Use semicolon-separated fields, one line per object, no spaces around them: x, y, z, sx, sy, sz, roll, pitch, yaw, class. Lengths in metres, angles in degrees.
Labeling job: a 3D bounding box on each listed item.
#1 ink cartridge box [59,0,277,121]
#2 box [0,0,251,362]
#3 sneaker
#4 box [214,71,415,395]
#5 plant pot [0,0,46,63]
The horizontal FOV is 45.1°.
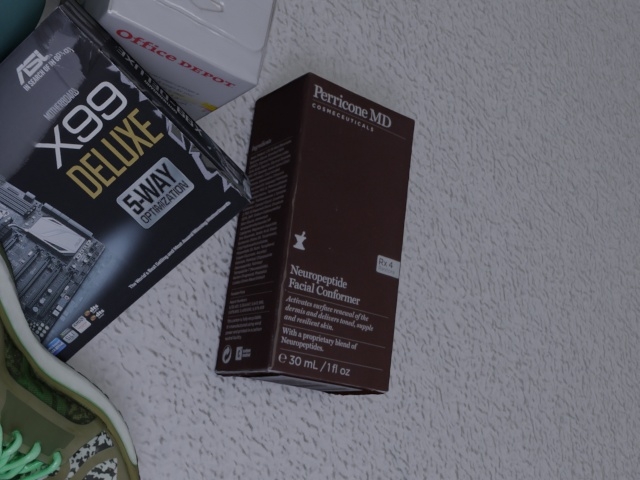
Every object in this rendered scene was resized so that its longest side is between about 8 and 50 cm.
-0.180;-0.243;0.856;0.171;0.232;0.168;21;70;-33;ink cartridge box
-0.258;-0.037;0.747;0.307;0.076;0.242;-39;112;11;box
-0.306;0.162;0.683;0.158;0.182;0.411;-26;112;6;sneaker
0.000;0.000;1.011;0.191;0.143;0.382;16;71;-33;box
-0.393;-0.251;0.679;0.235;0.292;0.293;-33;102;-52;plant pot
